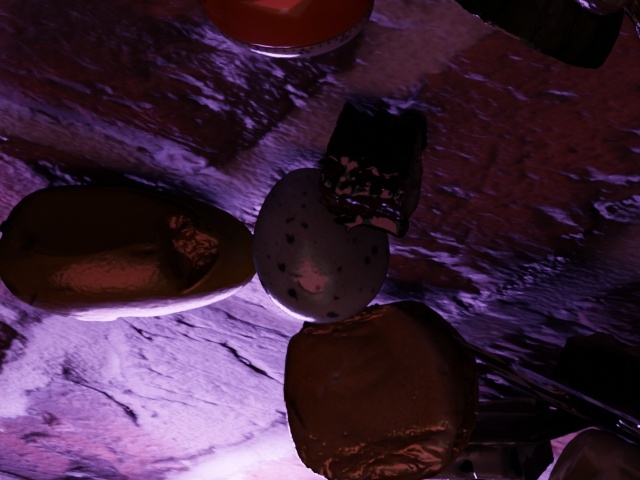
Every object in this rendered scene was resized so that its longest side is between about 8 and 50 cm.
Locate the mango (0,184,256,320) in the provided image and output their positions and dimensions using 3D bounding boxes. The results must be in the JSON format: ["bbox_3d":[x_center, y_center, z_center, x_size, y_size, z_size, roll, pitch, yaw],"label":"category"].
[{"bbox_3d":[-0.191,0.014,1.893,0.262,0.130,0.167,-1,159,17],"label":"mango"}]

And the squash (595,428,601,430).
[{"bbox_3d":[0.405,0.262,2.211,0.220,0.133,0.220,16,146,12],"label":"squash"}]

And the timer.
[{"bbox_3d":[-0.031,-0.193,1.378,0.136,0.099,0.136,-1,158,0],"label":"timer"}]

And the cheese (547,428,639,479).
[{"bbox_3d":[0.358,0.285,2.032,0.214,0.117,0.226,25,-179,-21],"label":"cheese"}]

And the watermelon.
[{"bbox_3d":[0.161,-0.183,1.393,0.181,0.075,0.092,25,-163,-25],"label":"watermelon"}]

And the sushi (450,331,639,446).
[{"bbox_3d":[0.314,0.139,1.934,0.296,0.100,0.373,24,175,21],"label":"sushi"}]

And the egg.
[{"bbox_3d":[0.000,0.000,1.784,0.131,0.131,0.164,6,133,13],"label":"egg"}]

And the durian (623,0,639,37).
[{"bbox_3d":[0.273,-0.160,1.341,0.108,0.119,0.186,-31,174,7],"label":"durian"}]

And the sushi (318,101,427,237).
[{"bbox_3d":[0.045,-0.064,1.642,0.084,0.094,0.098,11,157,7],"label":"sushi"}]

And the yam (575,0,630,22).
[{"bbox_3d":[0.160,-0.208,1.275,0.127,0.084,0.084,26,153,-28],"label":"yam"}]

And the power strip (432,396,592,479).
[{"bbox_3d":[0.162,0.234,2.158,0.257,0.092,0.251,-4,-175,26],"label":"power strip"}]

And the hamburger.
[{"bbox_3d":[0.064,0.162,2.000,0.213,0.214,0.108,3,179,19],"label":"hamburger"}]
